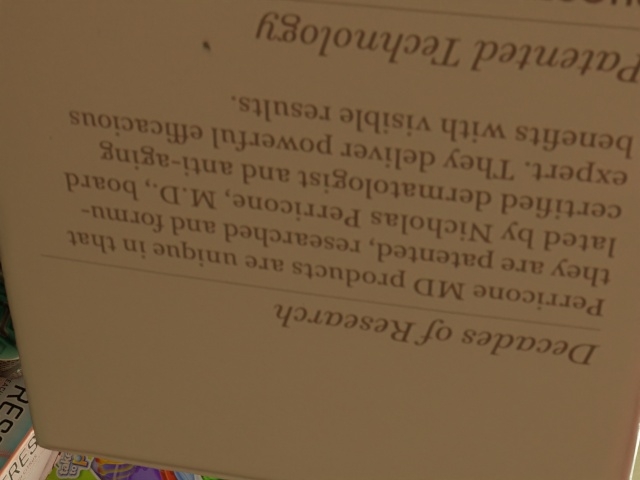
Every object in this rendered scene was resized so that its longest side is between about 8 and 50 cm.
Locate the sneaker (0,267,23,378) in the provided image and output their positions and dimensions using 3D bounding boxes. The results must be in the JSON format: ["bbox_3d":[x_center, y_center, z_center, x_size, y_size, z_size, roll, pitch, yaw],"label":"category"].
[{"bbox_3d":[-0.177,0.022,0.766,0.166,0.065,0.076,-57,176,-36],"label":"sneaker"}]

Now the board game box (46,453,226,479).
[{"bbox_3d":[-0.050,0.060,0.904,0.078,0.233,0.347,59,50,-72],"label":"board game box"}]

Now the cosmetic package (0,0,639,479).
[{"bbox_3d":[0.029,-0.111,0.635,0.329,0.328,0.393,-69,163,-53],"label":"cosmetic package"}]

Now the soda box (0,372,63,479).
[{"bbox_3d":[-0.207,0.130,0.759,0.063,0.058,0.183,92,22,-47],"label":"soda box"}]
